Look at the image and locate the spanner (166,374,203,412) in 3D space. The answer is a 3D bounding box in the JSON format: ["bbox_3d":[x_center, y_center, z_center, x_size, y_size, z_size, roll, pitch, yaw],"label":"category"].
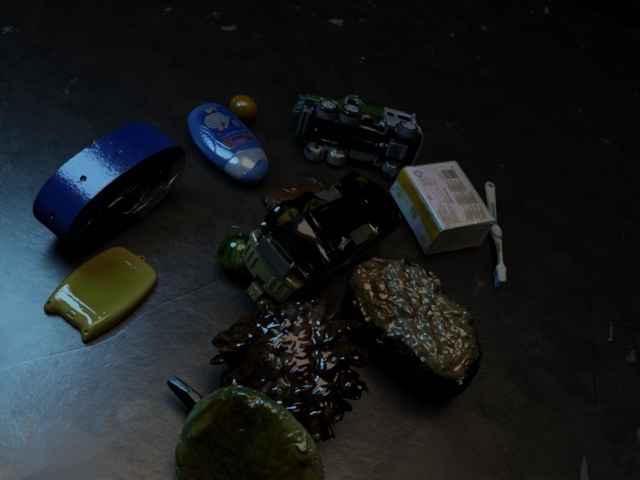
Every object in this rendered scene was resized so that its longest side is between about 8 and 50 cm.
[{"bbox_3d":[-0.171,0.369,1.245,0.325,0.096,0.040,39,51,14],"label":"spanner"}]

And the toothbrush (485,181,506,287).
[{"bbox_3d":[0.482,-0.032,1.823,0.040,0.040,0.386,14,49,-8],"label":"toothbrush"}]

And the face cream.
[{"bbox_3d":[-0.236,-0.247,1.729,0.149,0.083,0.264,-30,67,-31],"label":"face cream"}]

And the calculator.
[{"bbox_3d":[-0.457,0.099,1.410,0.157,0.033,0.236,33,48,10],"label":"calculator"}]

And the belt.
[{"bbox_3d":[-0.457,-0.120,1.470,0.117,0.212,0.347,36,54,13],"label":"belt"}]

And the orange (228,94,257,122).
[{"bbox_3d":[-0.214,-0.366,1.840,0.085,0.085,0.085,9,50,-11],"label":"orange"}]

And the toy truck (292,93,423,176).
[{"bbox_3d":[0.098,-0.313,1.842,0.363,0.177,0.178,14,37,-6],"label":"toy truck"}]

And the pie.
[{"bbox_3d":[-0.129,0.388,1.151,0.277,0.277,0.078,37,21,12],"label":"pie"}]

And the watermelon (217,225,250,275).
[{"bbox_3d":[-0.184,0.028,1.508,0.109,0.109,0.109,9,50,-11],"label":"watermelon"}]

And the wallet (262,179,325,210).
[{"bbox_3d":[-0.059,-0.107,1.713,0.176,0.026,0.095,-18,57,-30],"label":"wallet"}]

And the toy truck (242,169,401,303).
[{"bbox_3d":[0.000,0.000,1.500,0.181,0.254,0.405,49,39,10],"label":"toy truck"}]

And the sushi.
[{"bbox_3d":[0.205,0.191,1.465,0.211,0.171,0.350,-27,64,-31],"label":"sushi"}]

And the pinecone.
[{"bbox_3d":[-0.046,0.248,1.284,0.298,0.242,0.296,-21,73,4],"label":"pinecone"}]

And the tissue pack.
[{"bbox_3d":[0.319,-0.089,1.758,0.185,0.124,0.225,-10,56,-24],"label":"tissue pack"}]
